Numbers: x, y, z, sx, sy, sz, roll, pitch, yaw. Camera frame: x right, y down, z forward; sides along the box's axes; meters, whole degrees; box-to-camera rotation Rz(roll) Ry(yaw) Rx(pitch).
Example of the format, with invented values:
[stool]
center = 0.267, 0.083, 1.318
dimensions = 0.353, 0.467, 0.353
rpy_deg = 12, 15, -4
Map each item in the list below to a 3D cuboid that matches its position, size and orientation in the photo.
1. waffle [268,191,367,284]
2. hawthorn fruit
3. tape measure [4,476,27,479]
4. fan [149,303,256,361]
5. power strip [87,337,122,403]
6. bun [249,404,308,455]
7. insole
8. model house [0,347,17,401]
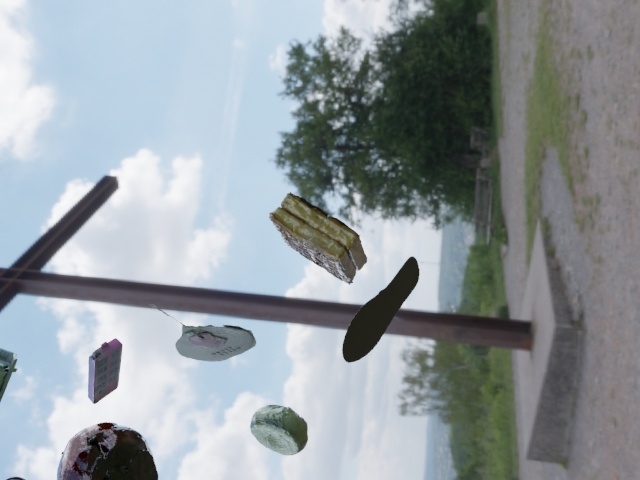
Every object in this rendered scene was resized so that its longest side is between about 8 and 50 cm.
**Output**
[waffle]
center = -0.001, 0.001, 1.556
dimensions = 0.091, 0.213, 0.308
rpy_deg = -56, -13, -8
[hawthorn fruit]
center = -0.650, 0.709, 1.961
dimensions = 0.316, 0.316, 0.315
rpy_deg = 4, -90, -79
[tape measure]
center = -0.810, 0.672, 1.698
dimensions = 0.091, 0.094, 0.054
rpy_deg = -70, -11, -53
[fan]
center = -0.266, 0.199, 1.373
dimensions = 0.310, 0.182, 0.010
rpy_deg = 44, -152, -49
[power strip]
center = -0.714, 0.434, 2.116
dimensions = 0.109, 0.038, 0.278
rpy_deg = -35, -26, -43
[bun]
center = -0.123, 0.593, 2.039
dimensions = 0.118, 0.196, 0.195
rpy_deg = -55, -30, -40
[insole]
center = 0.133, 0.143, 1.355
dimensions = 0.322, 0.007, 0.109
rpy_deg = -46, -51, -39
[model house]
center = -0.647, 0.271, 1.055
dimensions = 0.215, 0.199, 0.224
rpy_deg = 30, -107, -45
